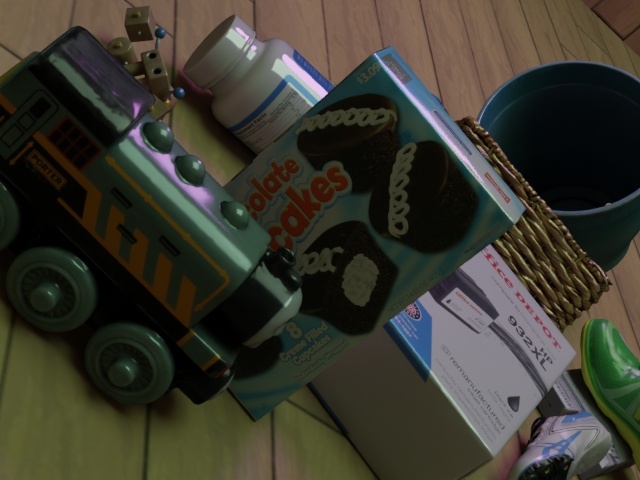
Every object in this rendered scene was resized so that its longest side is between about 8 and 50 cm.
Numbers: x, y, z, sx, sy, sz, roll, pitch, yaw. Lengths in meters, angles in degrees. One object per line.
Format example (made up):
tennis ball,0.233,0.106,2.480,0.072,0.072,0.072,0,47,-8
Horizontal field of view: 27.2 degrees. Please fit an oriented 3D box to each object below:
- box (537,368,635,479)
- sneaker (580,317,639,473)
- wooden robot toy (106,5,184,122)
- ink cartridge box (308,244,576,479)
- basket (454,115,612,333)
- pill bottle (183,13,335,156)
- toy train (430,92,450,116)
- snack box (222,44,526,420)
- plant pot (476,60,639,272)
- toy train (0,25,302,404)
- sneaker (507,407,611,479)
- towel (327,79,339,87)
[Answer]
box,0.363,0.243,1.784,0.186,0.038,0.145,2,54,-57
sneaker,0.452,0.224,1.766,0.109,0.123,0.295,1,55,-58
wooden robot toy,-0.189,-0.168,1.429,0.079,0.076,0.173,77,-5,-54
ink cartridge box,0.128,0.119,1.436,0.223,0.129,0.307,52,30,4
basket,0.185,0.023,1.724,0.299,0.223,0.213,49,-7,-2
pill bottle,-0.049,-0.157,1.547,0.221,0.124,0.124,42,26,-18
toy train,0.170,-0.141,1.941,0.105,0.080,0.184,13,43,-61
snack box,0.000,0.000,1.182,0.187,0.322,0.060,50,26,0
plant pot,0.367,-0.077,1.938,0.255,0.272,0.271,74,-4,-55
toy train,-0.167,-0.014,1.081,0.334,0.190,0.142,46,26,-9
sneaker,0.272,0.257,1.585,0.086,0.085,0.237,32,21,25
towel,0.045,-0.175,1.838,0.148,0.027,0.110,6,49,-56
